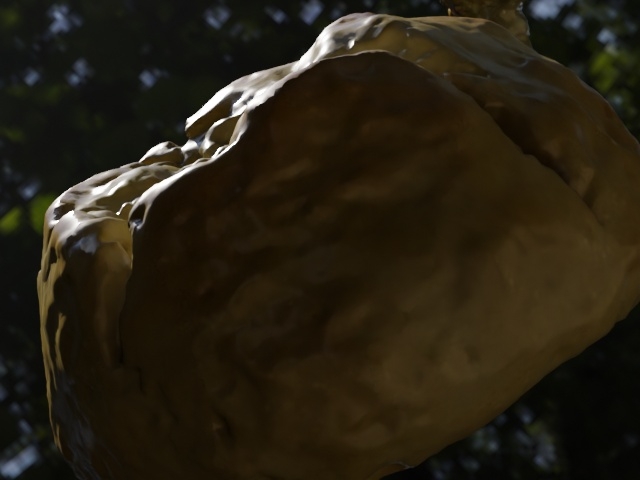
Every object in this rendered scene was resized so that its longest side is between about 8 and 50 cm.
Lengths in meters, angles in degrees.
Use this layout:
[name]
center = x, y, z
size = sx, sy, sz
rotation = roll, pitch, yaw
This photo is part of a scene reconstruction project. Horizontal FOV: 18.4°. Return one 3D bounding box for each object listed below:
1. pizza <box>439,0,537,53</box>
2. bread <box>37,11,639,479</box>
[pizza]
center = 0.076, -0.222, 1.321
size = 0.089, 0.323, 0.223
rotation = -43, -72, 8
[bread]
center = 0.000, 0.000, 0.724
size = 0.244, 0.244, 0.134
rotation = -35, -77, -15
